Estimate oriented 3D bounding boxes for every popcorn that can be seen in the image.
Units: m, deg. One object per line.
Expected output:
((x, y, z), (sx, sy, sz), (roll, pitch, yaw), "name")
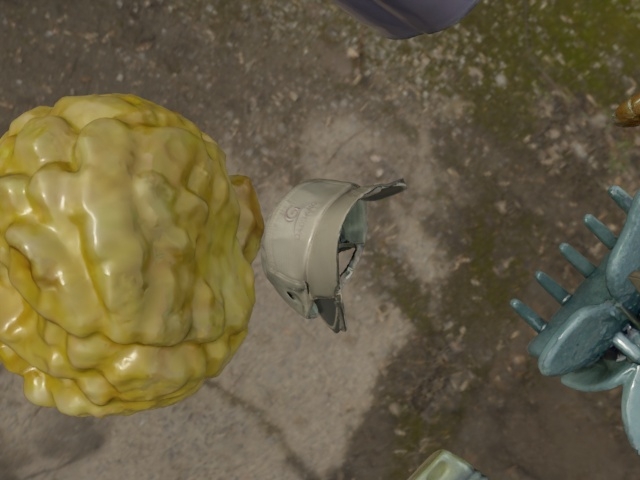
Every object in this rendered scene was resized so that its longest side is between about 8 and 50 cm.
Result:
((-0.105, 0.007, 0.483), (0.180, 0.170, 0.180), (2, 82, -15), "popcorn")

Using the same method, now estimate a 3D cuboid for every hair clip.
((0.463, 0.101, 1.338), (0.392, 0.238, 0.318), (37, 96, -22), "hair clip")

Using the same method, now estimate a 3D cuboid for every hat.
((0.005, 0.000, 1.235), (0.161, 0.275, 0.232), (22, 81, -10), "hat")

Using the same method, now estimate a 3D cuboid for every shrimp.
((0.457, -0.183, 1.111), (0.101, 0.190, 0.042), (3, 71, -52), "shrimp")

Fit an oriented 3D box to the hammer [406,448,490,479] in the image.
((0.163, 0.258, 0.706), (0.226, 0.041, 0.159), (45, 58, 6), "hammer")

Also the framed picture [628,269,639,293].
((0.446, 0.111, 0.894), (0.023, 0.260, 0.189), (-44, 108, -11), "framed picture")

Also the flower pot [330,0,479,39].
((0.054, -0.385, 1.009), (0.243, 0.265, 0.265), (10, 60, -40), "flower pot")
